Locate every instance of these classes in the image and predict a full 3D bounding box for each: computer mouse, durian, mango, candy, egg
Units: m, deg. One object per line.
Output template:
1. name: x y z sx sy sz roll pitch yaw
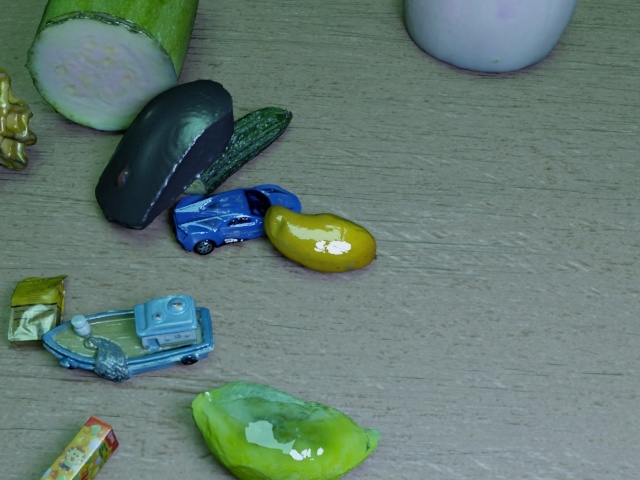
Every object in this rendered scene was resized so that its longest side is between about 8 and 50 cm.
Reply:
1. computer mouse: -0.261 -0.155 1.254 0.168 0.087 0.295 31 76 37
2. durian: -0.052 0.259 1.020 0.250 0.101 0.139 16 54 9
3. mango: 0.000 0.000 1.223 0.190 0.075 0.098 16 67 -7
4. candy: -0.318 0.296 1.003 0.038 0.062 0.122 26 57 15
5. egg: 0.346 -0.561 1.505 0.355 0.339 0.354 1 52 -1

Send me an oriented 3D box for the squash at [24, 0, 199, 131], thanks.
1. squash: -0.360 -0.419 1.406 0.263 0.263 0.384 3 53 -1

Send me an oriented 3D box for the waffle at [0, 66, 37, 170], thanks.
1. waffle: -0.623 -0.167 1.222 0.151 0.261 0.324 15 49 33

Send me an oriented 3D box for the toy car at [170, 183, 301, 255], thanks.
1. toy car: -0.137 -0.044 1.264 0.216 0.063 0.103 -12 55 -12

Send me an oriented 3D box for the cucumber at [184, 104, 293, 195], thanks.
1. cucumber: -0.152 -0.166 1.349 0.077 0.077 0.265 33 59 20

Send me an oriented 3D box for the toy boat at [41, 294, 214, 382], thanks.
1. toy boat: -0.276 0.135 1.104 0.238 0.098 0.109 -8 51 -8

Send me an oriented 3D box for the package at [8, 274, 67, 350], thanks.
1. package: -0.423 0.099 1.153 0.071 0.047 0.131 -4 56 -2
